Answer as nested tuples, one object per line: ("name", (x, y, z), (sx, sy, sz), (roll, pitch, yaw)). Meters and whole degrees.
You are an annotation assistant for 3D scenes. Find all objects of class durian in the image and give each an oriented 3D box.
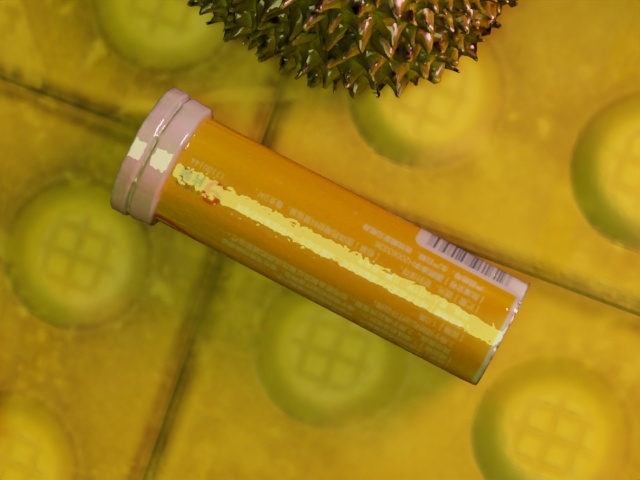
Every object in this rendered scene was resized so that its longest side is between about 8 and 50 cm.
("durian", (-0.012, -0.157, 0.913), (0.221, 0.095, 0.137), (35, 98, 11))

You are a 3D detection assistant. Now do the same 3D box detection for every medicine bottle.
("medicine bottle", (0.000, 0.000, 0.932), (0.218, 0.074, 0.074), (28, 97, 5))
